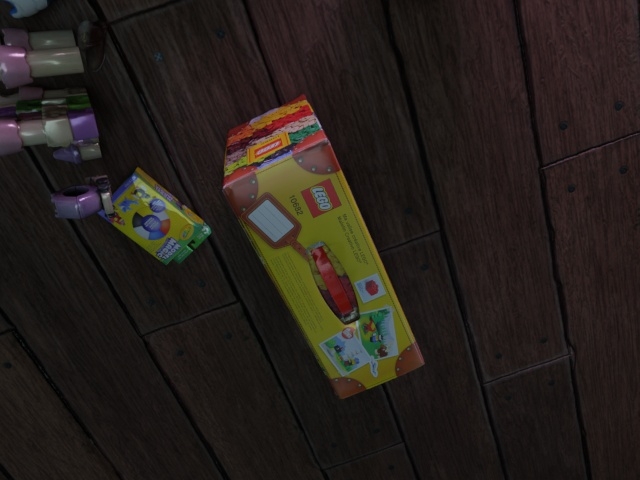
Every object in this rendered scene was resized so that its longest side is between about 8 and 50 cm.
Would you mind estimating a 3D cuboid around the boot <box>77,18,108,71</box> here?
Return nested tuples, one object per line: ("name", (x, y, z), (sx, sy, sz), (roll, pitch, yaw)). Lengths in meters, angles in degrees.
("boot", (-0.434, -0.363, 1.049), (0.037, 0.114, 0.106), (12, 113, -13))

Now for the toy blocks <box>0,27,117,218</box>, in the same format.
("toy blocks", (-0.542, -0.204, 0.999), (0.260, 0.288, 0.309), (-14, 121, -20))

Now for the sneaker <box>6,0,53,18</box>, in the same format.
("sneaker", (-0.579, -0.538, 0.936), (0.236, 0.130, 0.323), (-43, 119, 9))

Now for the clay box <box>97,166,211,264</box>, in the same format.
("clay box", (-0.365, -0.043, 1.248), (0.127, 0.053, 0.222), (-43, 113, 13))

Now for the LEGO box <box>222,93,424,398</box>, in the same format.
("LEGO box", (0.000, 0.000, 1.142), (0.193, 0.372, 0.500), (-24, 117, 4))
